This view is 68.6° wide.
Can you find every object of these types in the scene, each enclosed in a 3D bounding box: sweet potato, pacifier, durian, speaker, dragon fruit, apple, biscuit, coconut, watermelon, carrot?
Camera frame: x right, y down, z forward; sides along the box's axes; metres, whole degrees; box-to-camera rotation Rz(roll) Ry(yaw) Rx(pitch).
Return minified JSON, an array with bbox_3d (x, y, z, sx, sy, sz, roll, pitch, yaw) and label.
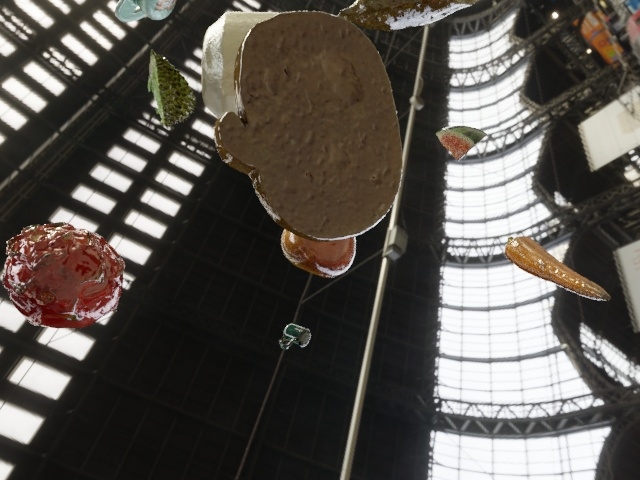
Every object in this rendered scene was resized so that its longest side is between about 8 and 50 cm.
[{"bbox_3d":[0.232,-0.642,1.242,0.158,0.370,0.157,-10,-90,-72],"label":"sweet potato"},{"bbox_3d":[-0.526,-0.821,1.390,0.269,0.343,0.288,49,-127,-12],"label":"pacifier"},{"bbox_3d":[-0.335,-0.312,1.043,0.086,0.215,0.100,-37,-109,-28],"label":"durian"},{"bbox_3d":[-0.082,0.289,1.414,0.094,0.075,0.060,-8,-72,-57],"label":"speaker"},{"bbox_3d":[-0.545,0.077,1.006,0.241,0.252,0.240,13,-128,-18],"label":"dragon fruit"},{"bbox_3d":[0.000,0.000,1.292,0.211,0.173,0.235,24,-177,-10],"label":"apple"},{"bbox_3d":[-0.016,-0.175,0.763,0.314,0.063,0.367,-14,-81,-20],"label":"biscuit"},{"bbox_3d":[-0.118,-0.360,1.003,0.266,0.237,0.237,3,-124,-5],"label":"coconut"},{"bbox_3d":[0.378,-0.257,1.247,0.125,0.094,0.135,12,-161,-8],"label":"watermelon"},{"bbox_3d":[0.417,0.054,0.846,0.061,0.061,0.256,28,-167,-24],"label":"carrot"}]
